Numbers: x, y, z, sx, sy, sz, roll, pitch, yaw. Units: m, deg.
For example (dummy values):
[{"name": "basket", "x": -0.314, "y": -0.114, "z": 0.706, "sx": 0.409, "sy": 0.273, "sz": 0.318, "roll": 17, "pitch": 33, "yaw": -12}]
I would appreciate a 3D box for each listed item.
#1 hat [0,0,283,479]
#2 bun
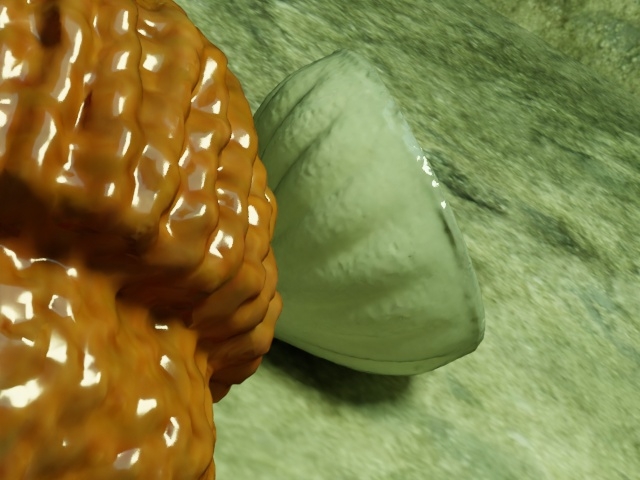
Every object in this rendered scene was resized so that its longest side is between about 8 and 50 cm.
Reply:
[{"name": "hat", "x": -0.122, "y": 0.069, "z": 0.547, "sx": 0.285, "sy": 0.285, "sz": 0.400, "roll": 15, "pitch": 40, "yaw": -37}, {"name": "bun", "x": 0.000, "y": 0.000, "z": 0.963, "sx": 0.263, "sy": 0.175, "sz": 0.263, "roll": 63, "pitch": -5, "yaw": 10}]
